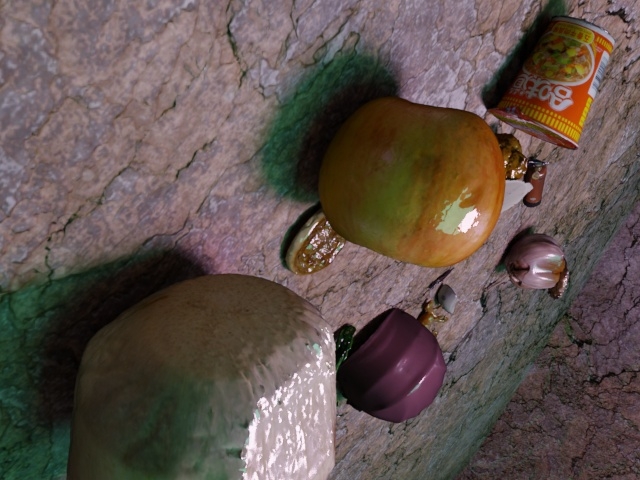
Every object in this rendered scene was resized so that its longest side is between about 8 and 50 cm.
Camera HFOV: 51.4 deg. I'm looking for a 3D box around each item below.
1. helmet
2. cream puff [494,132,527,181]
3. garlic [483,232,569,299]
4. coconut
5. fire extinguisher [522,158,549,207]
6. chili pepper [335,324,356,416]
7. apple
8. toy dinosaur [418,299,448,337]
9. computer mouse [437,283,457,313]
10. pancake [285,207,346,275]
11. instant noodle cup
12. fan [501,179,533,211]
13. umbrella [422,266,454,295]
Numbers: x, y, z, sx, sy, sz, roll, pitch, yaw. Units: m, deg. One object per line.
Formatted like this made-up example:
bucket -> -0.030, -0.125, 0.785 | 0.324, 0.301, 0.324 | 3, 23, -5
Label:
helmet -> 0.197, 0.330, 1.629 | 0.271, 0.197, 0.338 | -45, 150, -15
cream puff -> 0.376, -0.172, 1.381 | 0.094, 0.116, 0.122 | -49, 169, 24
garlic -> 0.623, 0.110, 1.968 | 0.257, 0.207, 0.207 | -50, 152, 15
coconut -> -0.147, 0.254, 0.910 | 0.415, 0.344, 0.415 | -34, 144, -30
fire extinguisher -> 0.548, -0.153, 1.709 | 0.062, 0.050, 0.177 | -9, 145, 6
chili pepper -> 0.019, 0.316, 1.493 | 0.122, 0.065, 0.279 | -20, 135, -36
apple -> 0.139, -0.090, 0.995 | 0.286, 0.286, 0.233 | 3, 106, -55
toy dinosaur -> 0.269, 0.224, 1.776 | 0.162, 0.039, 0.126 | -37, 133, 20
computer mouse -> 0.331, 0.162, 1.759 | 0.032, 0.056, 0.110 | -30, 148, -18
pancake -> 0.000, 0.000, 1.143 | 0.158, 0.028, 0.158 | -37, 150, -26
instant noodle cup -> 0.458, -0.310, 1.290 | 0.193, 0.193, 0.212 | 11, 107, -57
fan -> 0.273, -0.067, 1.378 | 0.414, 0.012, 0.233 | -2, 154, -39
umbrella -> 0.302, 0.102, 1.692 | 0.122, 0.013, 0.022 | -39, 161, -21
